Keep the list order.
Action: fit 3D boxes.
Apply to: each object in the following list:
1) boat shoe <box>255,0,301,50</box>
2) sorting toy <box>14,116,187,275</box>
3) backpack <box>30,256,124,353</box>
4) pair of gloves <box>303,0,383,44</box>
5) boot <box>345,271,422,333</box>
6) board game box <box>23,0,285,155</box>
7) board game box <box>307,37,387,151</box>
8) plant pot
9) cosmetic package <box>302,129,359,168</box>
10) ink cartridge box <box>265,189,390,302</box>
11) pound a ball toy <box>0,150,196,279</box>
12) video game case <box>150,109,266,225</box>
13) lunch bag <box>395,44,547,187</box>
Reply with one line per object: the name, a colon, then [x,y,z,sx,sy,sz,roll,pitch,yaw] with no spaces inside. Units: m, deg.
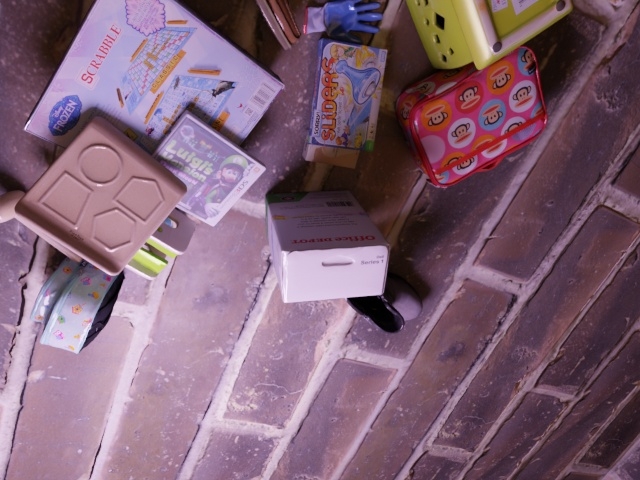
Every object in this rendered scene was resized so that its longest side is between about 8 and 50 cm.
boat shoe: [-0.093,-0.481,0.750,0.104,0.111,0.307,-27,121,2]
sorting toy: [-0.368,-0.073,0.779,0.193,0.038,0.208,42,79,-27]
backpack: [-0.499,0.131,0.928,0.144,0.188,0.166,25,110,-25]
pair of gloves: [0.044,-0.472,0.841,0.159,0.023,0.198,-5,119,-12]
boot: [0.150,0.153,1.085,0.338,0.223,0.118,32,105,-26]
board game box: [-0.284,-0.250,0.804,0.318,0.066,0.319,29,112,-38]
board game box: [0.052,-0.288,0.909,0.136,0.035,0.201,3,103,-16]
plant pot: [0.301,-0.454,0.811,0.227,0.207,0.228,-32,119,4]
cosmetic package: [0.024,-0.195,0.972,0.115,0.041,0.060,6,115,-17]
ink cartridge box: [0.000,0.000,0.933,0.201,0.278,0.117,-4,118,-12]
pound a ball toy: [-0.440,-0.052,0.898,0.319,0.136,0.208,37,126,-26]
video game case: [-0.229,-0.129,0.868,0.173,0.022,0.190,-45,131,16]
lunch bag: [0.330,-0.256,0.981,0.293,0.120,0.258,-29,124,4]
